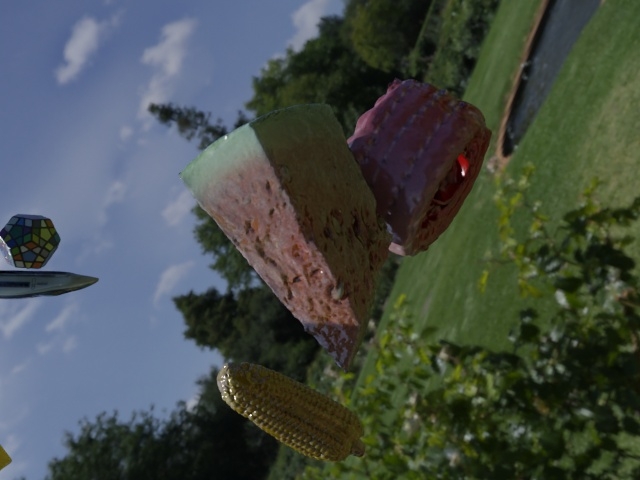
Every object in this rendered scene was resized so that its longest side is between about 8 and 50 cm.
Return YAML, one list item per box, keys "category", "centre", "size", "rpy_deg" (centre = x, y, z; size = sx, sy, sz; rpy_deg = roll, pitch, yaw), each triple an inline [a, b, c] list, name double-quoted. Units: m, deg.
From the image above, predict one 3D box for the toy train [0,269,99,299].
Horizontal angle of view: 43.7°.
- category: "toy train"
  centre: [-0.534, 0.085, 1.477]
  size: [0.055, 0.251, 0.048]
  rpy_deg: [69, -158, -70]

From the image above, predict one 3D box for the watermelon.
- category: "watermelon"
  centre: [0.000, 0.000, 0.807]
  size: [0.139, 0.257, 0.193]
  rpy_deg: [-29, -3, 34]

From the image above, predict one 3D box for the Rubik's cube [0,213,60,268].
- category: "Rubik's cube"
  centre: [-0.631, 0.002, 1.728]
  size: [0.112, 0.133, 0.133]
  rpy_deg: [-119, 41, -50]

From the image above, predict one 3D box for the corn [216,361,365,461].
- category: "corn"
  centre: [-0.041, 0.264, 1.227]
  size: [0.097, 0.261, 0.097]
  rpy_deg: [-54, 13, 18]

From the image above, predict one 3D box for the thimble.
- category: "thimble"
  centre: [0.103, -0.080, 0.940]
  size: [0.190, 0.125, 0.163]
  rpy_deg: [-56, -22, -9]

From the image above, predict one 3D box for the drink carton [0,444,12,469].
- category: "drink carton"
  centre: [-0.504, 0.278, 0.790]
  size: [0.111, 0.155, 0.351]
  rpy_deg: [-10, 24, 44]
